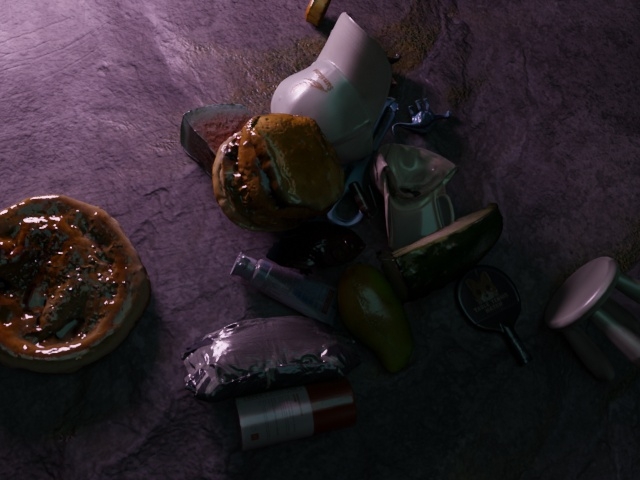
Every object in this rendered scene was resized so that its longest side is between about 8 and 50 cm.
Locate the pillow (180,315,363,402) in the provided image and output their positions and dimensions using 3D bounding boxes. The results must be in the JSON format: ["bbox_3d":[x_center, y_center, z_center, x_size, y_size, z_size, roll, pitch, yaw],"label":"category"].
[{"bbox_3d":[-0.089,0.217,1.124,0.334,0.093,0.162,-6,40,-15],"label":"pillow"}]

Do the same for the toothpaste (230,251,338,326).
[{"bbox_3d":[-0.066,0.095,1.218,0.234,0.057,0.089,25,65,-9],"label":"toothpaste"}]

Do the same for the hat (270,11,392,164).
[{"bbox_3d":[0.014,-0.320,1.268,0.168,0.302,0.258,-21,60,-39],"label":"hat"}]

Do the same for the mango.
[{"bbox_3d":[0.108,0.156,1.201,0.125,0.111,0.233,-22,87,-7],"label":"mango"}]

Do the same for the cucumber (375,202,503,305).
[{"bbox_3d":[0.280,0.024,1.265,0.325,0.105,0.145,-26,109,-24],"label":"cucumber"}]

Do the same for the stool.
[{"bbox_3d":[0.611,0.166,1.258,0.198,0.195,0.195,40,66,3],"label":"stool"}]

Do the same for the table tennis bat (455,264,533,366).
[{"bbox_3d":[0.385,0.161,1.305,0.150,0.027,0.237,-22,73,-19],"label":"table tennis bat"}]

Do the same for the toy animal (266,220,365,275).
[{"bbox_3d":[0.005,0.000,1.191,0.218,0.179,0.116,-12,84,-38],"label":"toy animal"}]

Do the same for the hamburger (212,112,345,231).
[{"bbox_3d":[-0.083,-0.132,1.185,0.244,0.163,0.245,20,55,-32],"label":"hamburger"}]

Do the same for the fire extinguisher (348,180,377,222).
[{"bbox_3d":[0.101,-0.086,1.297,0.046,0.032,0.100,-26,78,-5],"label":"fire extinguisher"}]

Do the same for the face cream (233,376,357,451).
[{"bbox_3d":[-0.048,0.317,1.107,0.214,0.096,0.096,-8,71,-15],"label":"face cream"}]

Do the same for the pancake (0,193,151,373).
[{"bbox_3d":[-0.499,0.076,1.121,0.355,0.065,0.357,5,69,-14],"label":"pancake"}]

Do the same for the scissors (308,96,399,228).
[{"bbox_3d":[0.075,-0.187,1.366,0.180,0.032,0.393,33,67,0],"label":"scissors"}]

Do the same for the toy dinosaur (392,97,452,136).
[{"bbox_3d":[0.241,-0.292,1.434,0.197,0.045,0.080,-23,92,-30],"label":"toy dinosaur"}]

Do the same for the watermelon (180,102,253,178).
[{"bbox_3d":[-0.181,-0.174,1.287,0.154,0.094,0.241,-26,78,-30],"label":"watermelon"}]

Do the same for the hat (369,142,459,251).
[{"bbox_3d":[0.189,-0.091,1.332,0.219,0.164,0.226,1,108,-32],"label":"hat"}]

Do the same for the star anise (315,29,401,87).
[{"bbox_3d":[0.085,-0.401,1.441,0.207,0.063,0.172,16,71,-10],"label":"star anise"}]

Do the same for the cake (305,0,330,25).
[{"bbox_3d":[-0.007,-0.572,1.474,0.044,0.084,0.084,25,66,-5],"label":"cake"}]
